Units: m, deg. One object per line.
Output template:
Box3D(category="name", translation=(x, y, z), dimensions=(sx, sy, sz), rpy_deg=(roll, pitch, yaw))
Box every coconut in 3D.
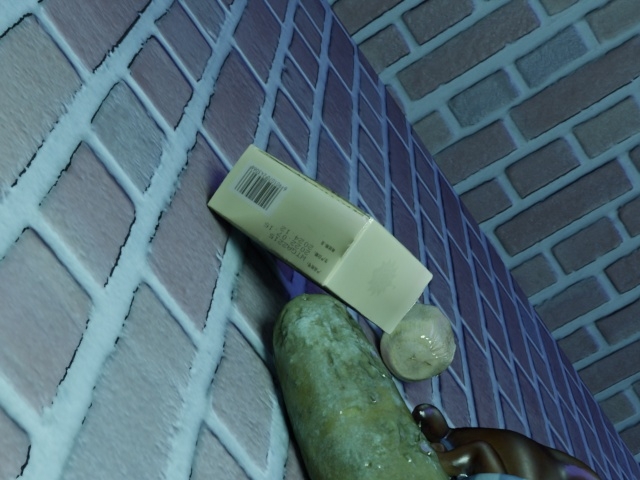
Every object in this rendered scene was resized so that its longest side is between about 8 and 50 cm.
Box3D(category="coconut", translation=(0.139, 0.142, 1.672), dimensions=(0.110, 0.110, 0.124), rpy_deg=(56, 21, -11))

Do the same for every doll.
Box3D(category="doll", translation=(0.207, 0.352, 1.313), dimensions=(0.318, 0.209, 0.340), rpy_deg=(40, 19, -9))

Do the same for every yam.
Box3D(category="yam", translation=(0.040, 0.194, 1.193), dimensions=(0.133, 0.133, 0.330), rpy_deg=(37, 24, -55))

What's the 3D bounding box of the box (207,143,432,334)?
Box3D(category="box", translation=(0.000, 0.000, 1.353), dimensions=(0.212, 0.095, 0.168), rpy_deg=(33, -6, 38))
